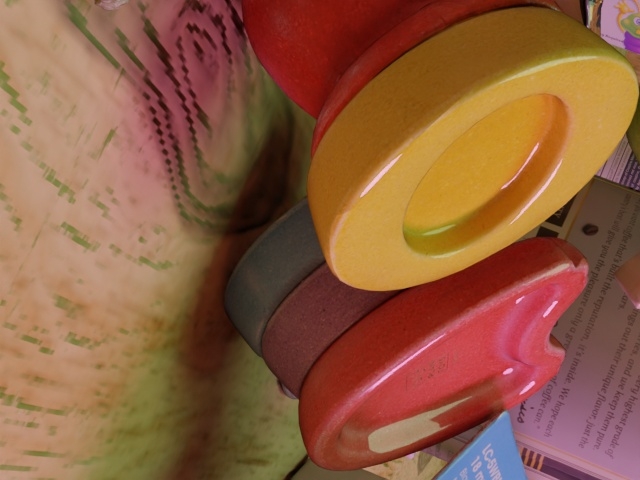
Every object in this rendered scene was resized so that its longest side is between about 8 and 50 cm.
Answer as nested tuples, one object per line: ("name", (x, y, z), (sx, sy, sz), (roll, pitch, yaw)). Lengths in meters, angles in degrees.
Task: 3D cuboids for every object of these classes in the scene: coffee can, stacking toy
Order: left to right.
("stacking toy", (0.086, -0.046, 0.595), (0.279, 0.130, 0.309), (-22, 153, -19))
("coffee can", (0.141, 0.055, 0.840), (0.201, 0.275, 0.202), (22, 90, -78))

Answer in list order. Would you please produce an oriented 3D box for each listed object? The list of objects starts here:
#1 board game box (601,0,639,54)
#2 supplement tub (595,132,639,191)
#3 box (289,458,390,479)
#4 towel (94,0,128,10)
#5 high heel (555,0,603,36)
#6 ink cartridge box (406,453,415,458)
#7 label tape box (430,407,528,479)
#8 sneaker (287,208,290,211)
("board game box", (0.373, -0.344, 1.489), (0.142, 0.144, 0.275), (96, 20, -53))
("supplement tub", (0.329, -0.036, 1.519), (0.191, 0.272, 0.191), (22, 90, -78))
("box", (-0.014, 0.265, 0.894), (0.311, 0.121, 0.148), (-28, 139, -72))
("towel", (-0.043, -0.125, 0.320), (0.148, 0.027, 0.110), (64, 48, -74))
("high heel", (0.169, -0.185, 1.082), (0.261, 0.093, 0.186), (-60, 150, 2))
("ink cartridge box", (0.079, 0.133, 1.243), (0.122, 0.052, 0.088), (81, 32, -65))
("label tape box", (0.027, 0.279, 0.667), (0.333, 0.106, 0.241), (-38, 134, -17))
("sneaker", (0.000, 0.000, 0.703), (0.083, 0.037, 0.032), (-46, 156, -58))
